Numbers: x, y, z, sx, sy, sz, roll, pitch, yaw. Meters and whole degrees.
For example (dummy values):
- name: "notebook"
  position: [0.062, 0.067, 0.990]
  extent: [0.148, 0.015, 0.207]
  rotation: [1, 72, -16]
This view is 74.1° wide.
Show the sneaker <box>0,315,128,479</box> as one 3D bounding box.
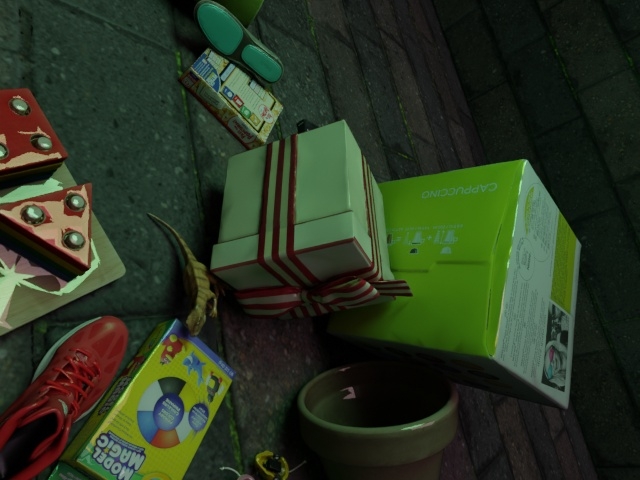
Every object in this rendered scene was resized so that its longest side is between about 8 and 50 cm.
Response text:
- name: "sneaker"
  position: [-0.255, 0.160, 0.435]
  extent: [0.087, 0.128, 0.221]
  rotation: [48, 40, -23]

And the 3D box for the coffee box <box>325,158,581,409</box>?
- name: "coffee box"
  position: [0.272, 0.089, 0.839]
  extent: [0.334, 0.337, 0.339]
  rotation: [34, 66, -37]

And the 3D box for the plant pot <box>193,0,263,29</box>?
- name: "plant pot"
  position: [-0.239, -0.595, 0.793]
  extent: [0.293, 0.274, 0.275]
  rotation: [15, 58, -29]

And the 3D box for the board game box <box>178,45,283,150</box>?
- name: "board game box"
  position: [-0.173, -0.298, 0.865]
  extent: [0.193, 0.045, 0.147]
  rotation: [44, 41, -27]

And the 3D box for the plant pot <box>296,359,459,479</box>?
- name: "plant pot"
  position: [0.102, 0.356, 0.712]
  extent: [0.263, 0.262, 0.230]
  rotation: [-15, 100, -54]

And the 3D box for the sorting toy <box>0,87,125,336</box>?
- name: "sorting toy"
  position: [-0.362, -0.030, 0.440]
  extent: [0.257, 0.089, 0.256]
  rotation: [-36, 100, -54]

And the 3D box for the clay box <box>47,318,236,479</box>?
- name: "clay box"
  position: [-0.206, 0.224, 0.525]
  extent: [0.127, 0.053, 0.222]
  rotation: [51, 38, -24]

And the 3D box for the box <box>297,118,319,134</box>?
- name: "box"
  position: [-0.001, -0.208, 1.047]
  extent: [0.116, 0.029, 0.162]
  rotation: [15, 58, -47]

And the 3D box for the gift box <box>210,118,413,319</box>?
- name: "gift box"
  position: [0.000, 0.000, 0.716]
  extent: [0.276, 0.254, 0.258]
  rotation: [45, 37, -49]

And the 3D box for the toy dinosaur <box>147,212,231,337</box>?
- name: "toy dinosaur"
  position: [-0.184, 0.049, 0.628]
  extent: [0.212, 0.064, 0.112]
  rotation: [57, -10, 38]

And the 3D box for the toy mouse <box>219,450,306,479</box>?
- name: "toy mouse"
  position: [-0.077, 0.370, 0.594]
  extent: [0.161, 0.031, 0.143]
  rotation: [32, 23, -31]

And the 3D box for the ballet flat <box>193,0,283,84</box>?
- name: "ballet flat"
  position: [-0.165, -0.393, 0.849]
  extent: [0.213, 0.072, 0.068]
  rotation: [30, 19, -40]
